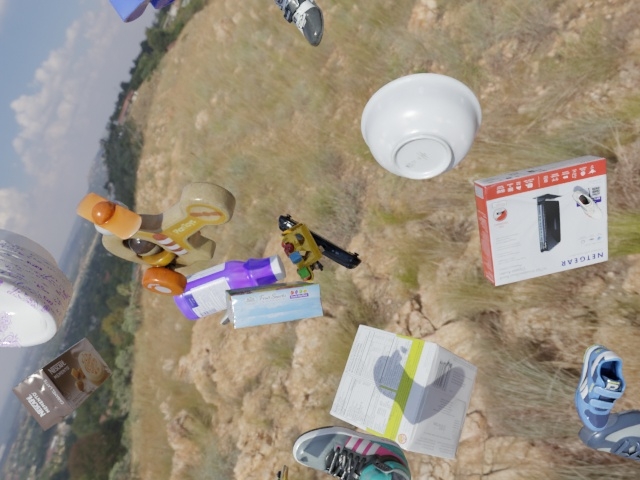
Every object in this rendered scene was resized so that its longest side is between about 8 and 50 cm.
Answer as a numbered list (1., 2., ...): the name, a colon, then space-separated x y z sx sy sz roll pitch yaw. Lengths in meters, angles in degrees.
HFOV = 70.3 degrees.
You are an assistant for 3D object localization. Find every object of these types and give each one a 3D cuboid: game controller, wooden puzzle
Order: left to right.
1. wooden puzzle: -0.090 0.499 0.914 0.078 0.014 0.116 -81 15 -68
2. game controller: 0.000 0.000 1.571 0.067 0.319 0.166 -61 -5 10

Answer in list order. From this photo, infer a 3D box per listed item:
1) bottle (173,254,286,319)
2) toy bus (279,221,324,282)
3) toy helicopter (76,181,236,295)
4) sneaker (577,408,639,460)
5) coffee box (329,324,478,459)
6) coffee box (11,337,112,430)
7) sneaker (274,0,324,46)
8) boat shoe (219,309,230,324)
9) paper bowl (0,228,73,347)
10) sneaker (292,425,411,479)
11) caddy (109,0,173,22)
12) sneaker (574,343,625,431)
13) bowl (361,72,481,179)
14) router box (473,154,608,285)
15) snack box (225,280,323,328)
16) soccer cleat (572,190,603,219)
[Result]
1. bottle: -0.231 0.112 1.180 0.283 0.118 0.092 -20 34 5
2. toy bus: -0.042 0.043 1.372 0.105 0.202 0.190 -30 57 -5
3. toy helicopter: -0.276 -0.028 0.788 0.355 0.235 0.140 -23 49 45
4. sneaker: 0.738 0.451 0.990 0.131 0.320 0.112 -96 8 -52
5. coffee box: 0.300 0.532 1.616 0.335 0.338 0.337 4 68 45
6. coffee box: -0.703 0.387 1.261 0.098 0.141 0.246 -34 6 1
7. sneaker: -0.094 -0.837 1.637 0.122 0.147 0.330 -46 59 55
8. boat shoe: -0.247 0.211 1.449 0.206 0.065 0.075 -47 18 22
9. paper bowl: -0.640 0.082 0.885 0.284 0.285 0.147 -42 35 41
10. sneaker: 0.088 0.543 1.063 0.178 0.296 0.123 -141 65 -74
11. caddy: -0.479 -0.752 1.246 0.342 0.179 0.241 3 40 49
12. sneaker: 0.467 0.249 0.756 0.059 0.053 0.144 143 134 -87
13. bowl: 0.246 -0.247 1.120 0.298 0.298 0.134 -38 35 45
14. router box: 0.625 -0.056 1.284 0.082 0.336 0.300 -104 0 -72
15. snack box: -0.106 0.129 0.955 0.207 0.175 0.070 164 100 -74
16. soccer cleat: 0.582 -0.075 0.986 0.029 0.083 0.035 -44 4 16
